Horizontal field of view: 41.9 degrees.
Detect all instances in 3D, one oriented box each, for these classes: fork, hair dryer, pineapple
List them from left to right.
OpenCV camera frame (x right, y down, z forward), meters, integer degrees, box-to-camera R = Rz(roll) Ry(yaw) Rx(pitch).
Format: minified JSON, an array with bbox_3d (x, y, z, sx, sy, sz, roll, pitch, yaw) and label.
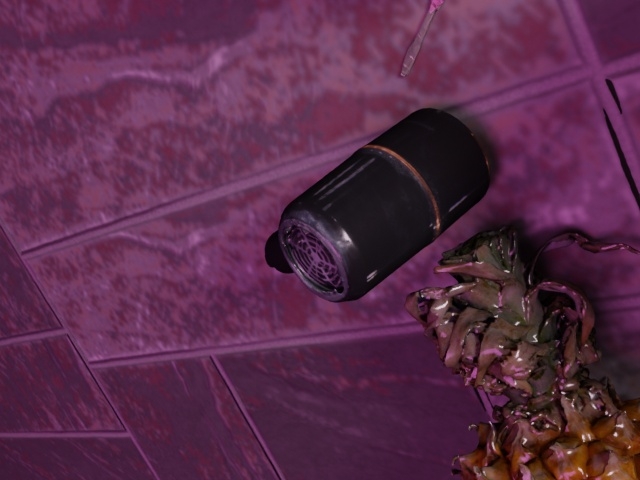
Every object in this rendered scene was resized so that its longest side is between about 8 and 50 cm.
[{"bbox_3d":[0.000,0.000,0.846,0.107,0.189,0.352,55,150,-4],"label":"hair dryer"},{"bbox_3d":[0.092,-0.190,0.739,0.016,0.012,0.115,40,141,16],"label":"fork"},{"bbox_3d":[0.187,0.123,0.754,0.262,0.262,0.272,-23,90,46],"label":"pineapple"}]
